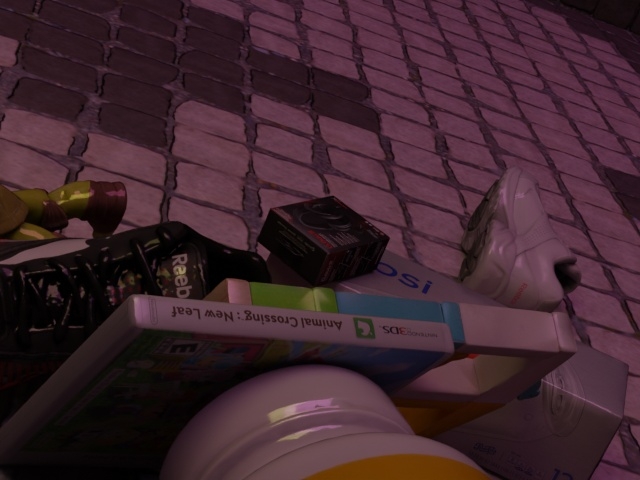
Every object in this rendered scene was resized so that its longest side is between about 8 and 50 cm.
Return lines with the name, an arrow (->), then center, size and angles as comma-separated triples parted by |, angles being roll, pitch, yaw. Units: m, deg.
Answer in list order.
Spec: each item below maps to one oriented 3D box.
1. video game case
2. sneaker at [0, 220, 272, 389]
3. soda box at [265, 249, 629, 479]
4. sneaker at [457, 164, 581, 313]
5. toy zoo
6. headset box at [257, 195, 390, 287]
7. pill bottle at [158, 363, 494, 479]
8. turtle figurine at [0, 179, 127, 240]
video game case -> -0.060, 0.090, 0.744 | 0.193, 0.212, 0.023 | 7, 60, -31
sneaker -> -0.143, 0.038, 0.822 | 0.276, 0.135, 0.097 | 1, 75, -42
soda box -> 0.087, 0.088, 0.996 | 0.286, 0.091, 0.098 | 26, 25, 7
sneaker -> 0.203, 0.010, 1.287 | 0.115, 0.090, 0.232 | 29, 33, -3
toy zoo -> 0.027, 0.089, 0.837 | 0.293, 0.192, 0.030 | 8, 60, -32
headset box -> 0.000, 0.000, 0.953 | 0.062, 0.032, 0.083 | 38, 29, 29
pill bottle -> 0.036, 0.210, 0.583 | 0.188, 0.188, 0.334 | 9, 27, -29
turtle figurine -> -0.246, -0.021, 0.935 | 0.217, 0.087, 0.269 | 7, 29, -32
